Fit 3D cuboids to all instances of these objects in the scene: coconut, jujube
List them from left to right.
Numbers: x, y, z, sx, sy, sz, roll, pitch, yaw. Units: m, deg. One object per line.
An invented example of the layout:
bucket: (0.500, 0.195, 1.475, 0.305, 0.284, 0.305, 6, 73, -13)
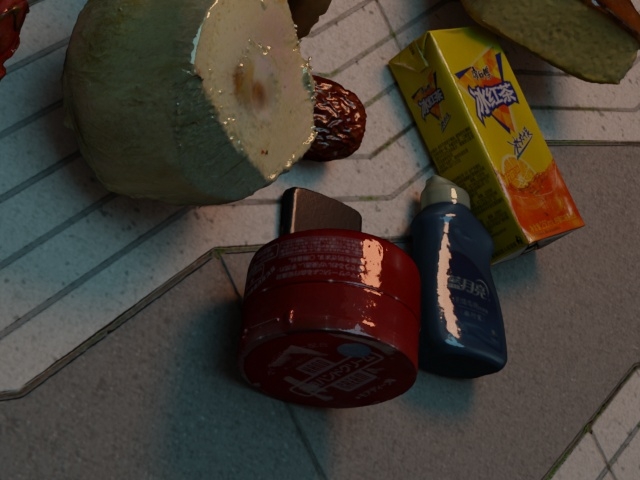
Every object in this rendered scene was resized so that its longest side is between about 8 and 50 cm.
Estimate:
coconut: (-0.169, -0.186, 1.577, 0.297, 0.255, 0.297, 4, 86, -54)
jujube: (-0.024, -0.173, 1.798, 0.176, 0.109, 0.112, 18, 22, -22)

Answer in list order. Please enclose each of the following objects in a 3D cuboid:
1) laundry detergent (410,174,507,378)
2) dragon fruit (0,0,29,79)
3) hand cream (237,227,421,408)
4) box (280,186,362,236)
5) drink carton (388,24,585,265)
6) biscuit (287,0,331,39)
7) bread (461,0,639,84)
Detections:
laundry detergent: (0.189, 0.044, 1.860, 0.143, 0.094, 0.289, 14, 61, -29)
dragon fruit: (-0.432, -0.268, 1.430, 0.241, 0.252, 0.241, 21, 23, -9)
hand cream: (0.012, 0.097, 1.608, 0.230, 0.230, 0.149, 21, 55, -29)
box: (0.000, 0.000, 1.781, 0.126, 0.027, 0.125, 21, 60, -31)
drink carton: (0.249, -0.148, 1.989, 0.155, 0.111, 0.351, -16, 79, -43)
biscuit: (-0.048, -0.469, 1.743, 0.062, 0.365, 0.385, -7, 66, -26)
bread: (0.341, -0.427, 2.114, 0.324, 0.143, 0.333, 20, 33, -31)
